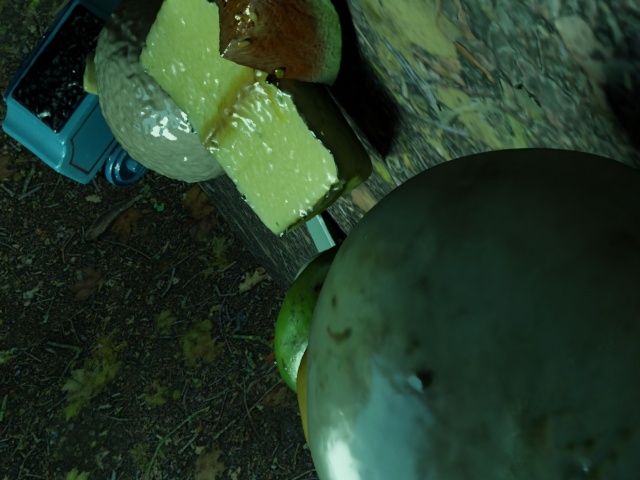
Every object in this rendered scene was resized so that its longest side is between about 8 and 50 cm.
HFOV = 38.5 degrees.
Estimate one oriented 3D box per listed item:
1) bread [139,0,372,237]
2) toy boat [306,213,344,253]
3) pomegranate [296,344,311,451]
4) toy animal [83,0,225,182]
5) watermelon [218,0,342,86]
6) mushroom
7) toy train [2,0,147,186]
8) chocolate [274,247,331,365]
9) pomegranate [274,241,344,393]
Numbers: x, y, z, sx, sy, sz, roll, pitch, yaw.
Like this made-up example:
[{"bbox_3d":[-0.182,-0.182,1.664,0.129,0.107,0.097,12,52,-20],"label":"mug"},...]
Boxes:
[{"bbox_3d":[-0.074,-0.120,0.800,0.240,0.135,0.178,54,-169,2],"label":"bread"},{"bbox_3d":[0.000,0.000,1.377,0.291,0.067,0.220,58,172,-18],"label":"toy boat"},{"bbox_3d":[0.088,0.118,0.731,0.233,0.233,0.233,52,173,9],"label":"pomegranate"},{"bbox_3d":[-0.169,-0.180,1.077,0.226,0.188,0.358,49,173,-13],"label":"toy animal"},{"bbox_3d":[-0.034,-0.160,0.683,0.135,0.094,0.125,51,165,-26],"label":"watermelon"},{"bbox_3d":[0.117,0.064,0.475,0.243,0.243,0.243,52,173,9],"label":"mushroom"},{"bbox_3d":[-0.357,-0.252,1.528,0.188,0.300,0.265,35,180,21],"label":"toy train"},{"bbox_3d":[0.035,0.079,1.190,0.221,0.221,0.147,67,-170,-62],"label":"chocolate"},{"bbox_3d":[0.042,0.089,0.949,0.189,0.241,0.159,19,121,18],"label":"pomegranate"}]
